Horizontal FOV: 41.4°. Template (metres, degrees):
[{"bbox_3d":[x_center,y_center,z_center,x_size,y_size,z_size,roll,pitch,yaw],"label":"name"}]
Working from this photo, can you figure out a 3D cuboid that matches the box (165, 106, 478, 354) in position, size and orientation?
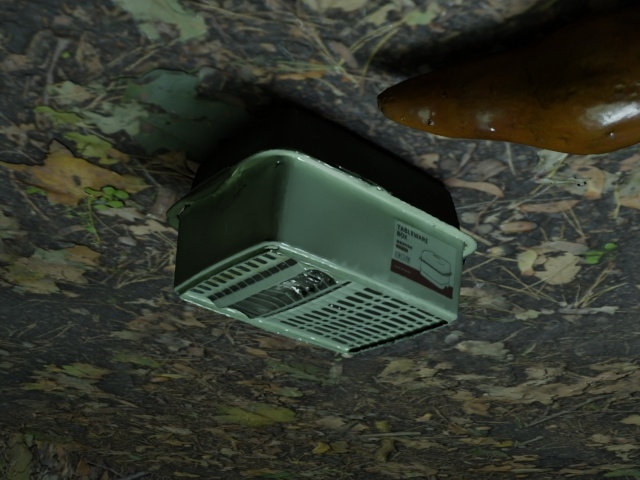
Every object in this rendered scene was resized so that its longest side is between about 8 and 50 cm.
[{"bbox_3d":[0.000,0.000,0.893,0.290,0.166,0.220,24,147,-34],"label":"box"}]

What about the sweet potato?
[{"bbox_3d":[0.226,-0.126,0.688,0.359,0.112,0.112,-14,148,26],"label":"sweet potato"}]
